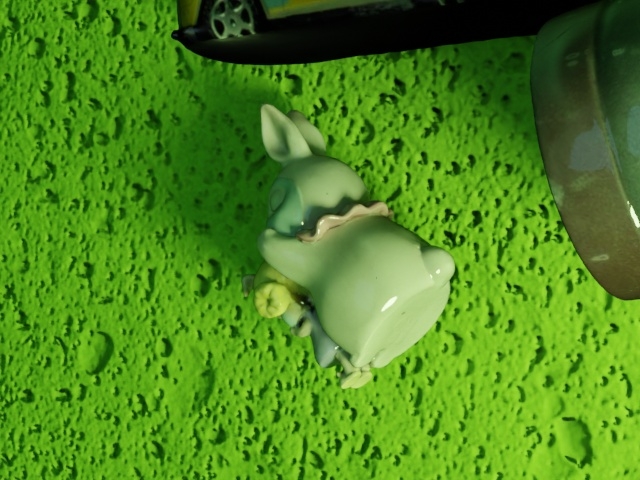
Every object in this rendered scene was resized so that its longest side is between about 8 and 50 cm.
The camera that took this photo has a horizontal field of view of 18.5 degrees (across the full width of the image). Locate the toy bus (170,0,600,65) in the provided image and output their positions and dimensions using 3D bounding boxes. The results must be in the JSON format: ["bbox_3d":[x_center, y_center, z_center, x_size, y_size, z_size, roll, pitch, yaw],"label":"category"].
[{"bbox_3d":[0.052,-0.254,1.687,0.386,0.171,0.162,-5,84,32],"label":"toy bus"}]

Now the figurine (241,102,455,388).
[{"bbox_3d":[0.000,0.000,1.751,0.235,0.127,0.155,48,123,26],"label":"figurine"}]

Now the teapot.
[{"bbox_3d":[0.360,-0.064,1.494,0.312,0.233,0.315,-15,115,27],"label":"teapot"}]
